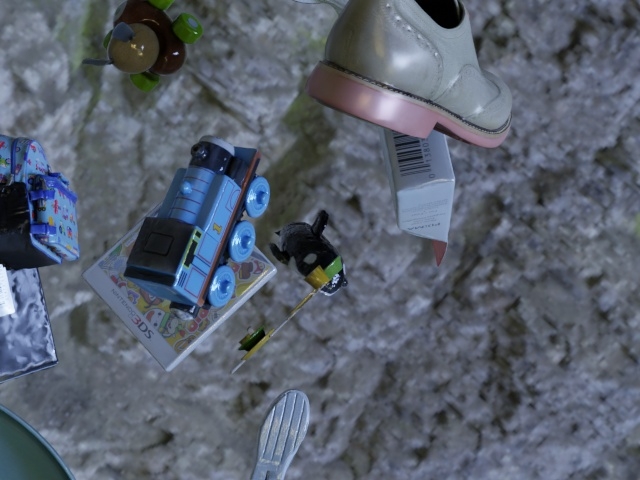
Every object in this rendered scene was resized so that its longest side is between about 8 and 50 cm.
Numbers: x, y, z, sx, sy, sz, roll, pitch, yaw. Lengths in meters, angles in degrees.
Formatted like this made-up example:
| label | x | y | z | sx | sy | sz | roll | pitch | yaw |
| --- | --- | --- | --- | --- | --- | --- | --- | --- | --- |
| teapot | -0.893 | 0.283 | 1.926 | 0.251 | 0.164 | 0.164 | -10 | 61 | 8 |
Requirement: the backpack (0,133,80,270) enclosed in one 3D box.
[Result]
| label | x | y | z | sx | sy | sz | roll | pitch | yaw |
| --- | --- | --- | --- | --- | --- | --- | --- | --- | --- |
| backpack | -0.396 | -0.059 | 1.296 | 0.158 | 0.117 | 0.173 | 82 | 2 | -73 |

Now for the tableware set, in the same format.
| label | x | y | z | sx | sy | sz | roll | pitch | yaw |
| --- | --- | --- | --- | --- | --- | --- | --- | --- | --- |
| tableware set | -0.039 | 0.073 | 1.016 | 0.024 | 0.154 | 0.104 | 46 | 31 | 2 |

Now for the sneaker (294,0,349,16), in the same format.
| label | x | y | z | sx | sy | sz | roll | pitch | yaw |
| --- | --- | --- | --- | --- | --- | --- | --- | --- | --- |
| sneaker | 0.080 | -0.514 | 1.804 | 0.447 | 0.169 | 0.257 | 24 | -14 | -37 |

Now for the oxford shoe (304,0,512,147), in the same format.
| label | x | y | z | sx | sy | sz | roll | pitch | yaw |
| --- | --- | --- | --- | --- | --- | --- | --- | --- | --- |
| oxford shoe | 0.134 | -0.189 | 1.034 | 0.140 | 0.146 | 0.397 | 26 | 15 | 23 |

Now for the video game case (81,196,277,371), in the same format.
| label | x | y | z | sx | sy | sz | roll | pitch | yaw |
| --- | --- | --- | --- | --- | --- | --- | --- | --- | --- |
| video game case | -0.217 | 0.050 | 1.476 | 0.206 | 0.227 | 0.026 | 46 | -7 | 13 |

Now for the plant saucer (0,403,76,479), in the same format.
| label | x | y | z | sx | sy | sz | roll | pitch | yaw |
| --- | --- | --- | --- | --- | --- | --- | --- | --- | --- |
| plant saucer | -0.329 | 0.260 | 0.806 | 0.317 | 0.317 | 0.044 | 38 | 11 | -1 |

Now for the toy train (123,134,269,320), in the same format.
| label | x | y | z | sx | sy | sz | roll | pitch | yaw |
| --- | --- | --- | --- | --- | --- | --- | --- | --- | --- |
| toy train | -0.113 | -0.017 | 0.928 | 0.080 | 0.184 | 0.105 | 12 | -19 | 28 |

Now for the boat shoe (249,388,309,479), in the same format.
| label | x | y | z | sx | sy | sz | roll | pitch | yaw |
| --- | --- | --- | --- | --- | --- | --- | --- | --- | --- |
| boat shoe | -0.110 | 0.488 | 2.259 | 0.109 | 0.302 | 0.094 | 21 | -2 | -6 |

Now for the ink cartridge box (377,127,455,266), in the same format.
| label | x | y | z | sx | sy | sz | roll | pitch | yaw |
| --- | --- | --- | --- | --- | --- | --- | --- | --- | --- |
| ink cartridge box | 0.128 | -0.150 | 1.500 | 0.385 | 0.091 | 0.308 | 81 | -1 | -70 |

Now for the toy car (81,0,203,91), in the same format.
| label | x | y | z | sx | sy | sz | roll | pitch | yaw |
| --- | --- | --- | --- | --- | --- | --- | --- | --- | --- |
| toy car | -0.317 | -0.333 | 1.598 | 0.149 | 0.155 | 0.188 | 51 | 28 | 4 |

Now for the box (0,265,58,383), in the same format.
| label | x | y | z | sx | sy | sz | roll | pitch | yaw |
| --- | --- | --- | --- | --- | --- | --- | --- | --- | --- |
| box | -0.590 | 0.067 | 1.567 | 0.183 | 0.296 | 0.294 | -17 | 14 | -33 |

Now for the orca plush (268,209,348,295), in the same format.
| label | x | y | z | sx | sy | sz | roll | pitch | yaw |
| --- | --- | --- | --- | --- | --- | --- | --- | --- | --- |
| orca plush | 0.000 | 0.000 | 1.648 | 0.151 | 0.102 | 0.287 | 29 | 9 | -5 |
